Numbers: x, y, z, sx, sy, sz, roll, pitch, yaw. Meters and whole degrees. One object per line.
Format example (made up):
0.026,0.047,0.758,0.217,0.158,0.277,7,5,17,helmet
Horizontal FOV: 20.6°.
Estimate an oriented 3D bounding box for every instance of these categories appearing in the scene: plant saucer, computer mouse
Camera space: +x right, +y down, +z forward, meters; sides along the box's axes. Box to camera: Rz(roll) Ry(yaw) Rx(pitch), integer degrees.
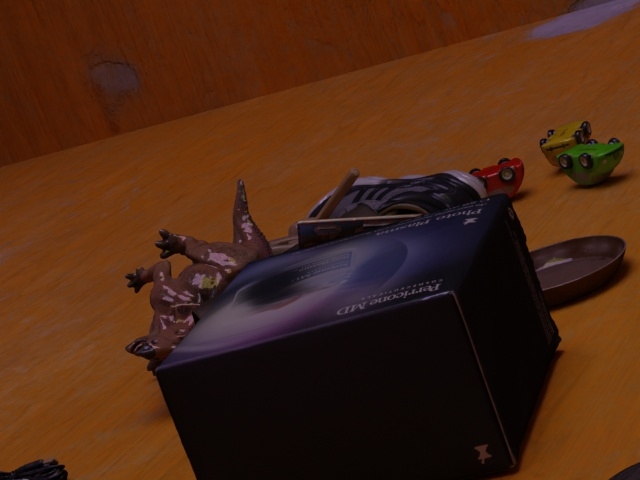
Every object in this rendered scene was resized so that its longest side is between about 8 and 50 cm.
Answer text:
0.263,0.039,1.961,0.168,0.029,0.168,-20,13,5,plant saucer
-0.334,0.277,1.834,0.106,0.042,0.193,-12,8,11,computer mouse

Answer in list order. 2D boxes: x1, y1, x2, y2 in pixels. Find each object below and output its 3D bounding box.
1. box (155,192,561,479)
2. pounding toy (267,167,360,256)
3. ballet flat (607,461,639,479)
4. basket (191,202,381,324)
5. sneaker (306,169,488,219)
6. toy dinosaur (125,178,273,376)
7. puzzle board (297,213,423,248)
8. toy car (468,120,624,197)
0.046,0.107,1.661,0.296,0.182,0.294,-16,14,19,box
0.000,0.000,2.187,0.154,0.154,0.269,-14,10,-25,pounding toy
0.235,0.215,1.238,0.084,0.058,0.250,-41,6,3,ballet flat
-0.012,0.083,1.926,0.227,0.154,0.204,-27,34,-11,basket
0.078,-0.024,2.321,0.269,0.101,0.153,-10,13,28,sneaker
-0.125,0.062,2.103,0.200,0.127,0.295,1,47,52,toy dinosaur
0.041,0.005,1.812,0.128,0.011,0.096,-4,-30,0,puzzle board
0.329,-0.101,2.389,0.239,0.053,0.225,-27,15,-28,toy car
